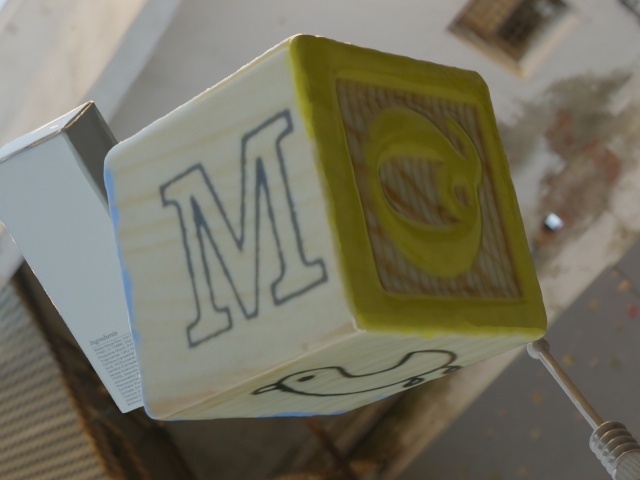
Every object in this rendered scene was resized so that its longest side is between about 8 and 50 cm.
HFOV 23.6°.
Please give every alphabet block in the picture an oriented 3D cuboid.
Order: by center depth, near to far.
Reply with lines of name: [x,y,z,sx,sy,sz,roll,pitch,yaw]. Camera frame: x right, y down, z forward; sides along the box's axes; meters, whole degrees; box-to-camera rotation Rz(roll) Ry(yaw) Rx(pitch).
alphabet block: [0.000,0.000,1.000,0.192,0.197,0.193,3,-112,-45]

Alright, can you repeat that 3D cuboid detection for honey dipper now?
honey dipper: [0.191,0.119,1.131,0.030,0.030,0.161,25,-162,-33]

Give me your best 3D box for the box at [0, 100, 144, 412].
box: [-0.201,0.017,1.448,0.275,0.113,0.094,62,-160,-16]
